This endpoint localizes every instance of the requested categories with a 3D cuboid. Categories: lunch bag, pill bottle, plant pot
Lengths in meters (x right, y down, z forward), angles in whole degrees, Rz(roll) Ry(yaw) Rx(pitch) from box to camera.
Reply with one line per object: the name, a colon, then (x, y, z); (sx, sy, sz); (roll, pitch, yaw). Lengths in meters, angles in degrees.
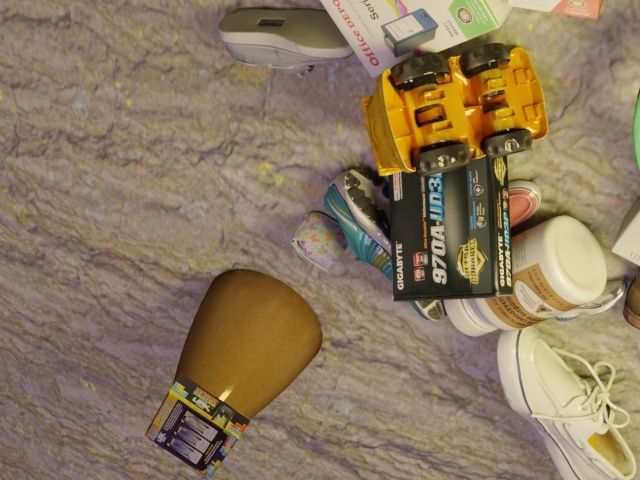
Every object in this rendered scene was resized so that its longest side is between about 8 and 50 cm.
lunch bag: (0.000, 0.000, 1.847); (0.083, 0.071, 0.053); (32, 142, -1)
pill bottle: (0.296, 0.062, 1.674); (0.131, 0.131, 0.229); (46, 137, -13)
plant pot: (-0.153, 0.222, 2.015); (0.237, 0.254, 0.237); (16, 136, 17)

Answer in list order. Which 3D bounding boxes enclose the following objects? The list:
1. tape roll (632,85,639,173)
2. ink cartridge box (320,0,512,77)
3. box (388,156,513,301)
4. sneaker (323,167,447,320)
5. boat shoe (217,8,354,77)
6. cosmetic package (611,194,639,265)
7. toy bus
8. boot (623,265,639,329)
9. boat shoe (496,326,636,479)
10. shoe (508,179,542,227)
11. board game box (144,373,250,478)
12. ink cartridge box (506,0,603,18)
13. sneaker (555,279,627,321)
tape roll: (0.528, -0.135, 1.305); (0.321, 0.077, 0.321); (6, 112, 15)
ink cartridge box: (0.120, -0.321, 1.456); (0.212, 0.093, 0.154); (-14, 121, 42)
box: (0.185, -0.024, 1.629); (0.175, 0.051, 0.220); (-5, 84, 36)
sneaker: (0.109, 0.009, 1.769); (0.275, 0.107, 0.110); (53, 143, -1)
boat shoe: (-0.040, -0.278, 1.617); (0.227, 0.079, 0.081); (12, 144, 29)
cosmetic package: (0.489, -0.052, 1.483); (0.117, 0.085, 0.231); (28, 137, 7)
toy bus: (0.165, -0.161, 1.530); (0.211, 0.220, 0.149); (153, 102, -73)
boot: (0.538, 0.096, 1.593); (0.219, 0.082, 0.106); (14, 138, 23)
boat shoe: (0.414, 0.266, 1.791); (0.156, 0.136, 0.367); (-8, 127, 37)
shoe: (0.249, -0.021, 1.664); (0.063, 0.081, 0.178); (45, 137, -12)
board game box: (-0.210, 0.316, 1.911); (0.141, 0.048, 0.170); (35, 139, 1)
ink cartridge box: (0.272, -0.351, 1.306); (0.115, 0.067, 0.198); (14, 156, 20)
sneaker: (0.394, 0.080, 1.692); (0.135, 0.052, 0.058); (-25, 108, 43)
